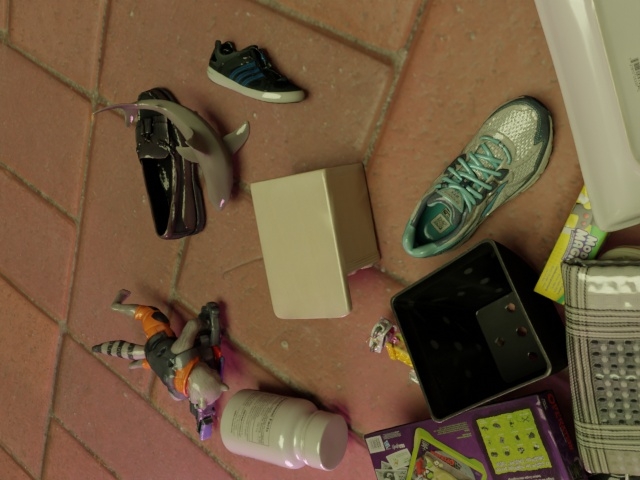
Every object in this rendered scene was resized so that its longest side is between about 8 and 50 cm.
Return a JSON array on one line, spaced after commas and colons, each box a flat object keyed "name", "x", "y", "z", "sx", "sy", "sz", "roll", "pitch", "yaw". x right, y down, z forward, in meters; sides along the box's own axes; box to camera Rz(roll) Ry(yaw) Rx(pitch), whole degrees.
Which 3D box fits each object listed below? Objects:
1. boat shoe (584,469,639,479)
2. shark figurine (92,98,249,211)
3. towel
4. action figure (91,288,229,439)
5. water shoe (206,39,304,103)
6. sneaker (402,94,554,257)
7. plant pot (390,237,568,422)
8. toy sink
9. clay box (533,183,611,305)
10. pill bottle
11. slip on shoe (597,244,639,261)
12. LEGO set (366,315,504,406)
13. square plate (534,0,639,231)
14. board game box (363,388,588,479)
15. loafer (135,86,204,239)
[{"name": "boat shoe", "x": 0.432, "y": 0.296, "z": 0.841, "sx": 0.306, "sy": 0.113, "sz": 0.104, "roll": -32, "pitch": 80, "yaw": 34}, {"name": "shark figurine", "x": -0.247, "y": -0.190, "z": 1.094, "sx": 0.278, "sy": 0.116, "sz": 0.166, "roll": 40, "pitch": 110, "yaw": -7}, {"name": "towel", "x": 0.449, "y": 0.162, "z": 0.680, "sx": 0.325, "sy": 0.056, "sz": 0.312, "roll": -2, "pitch": 112, "yaw": 28}, {"name": "action figure", "x": -0.324, "y": 0.286, "z": 1.311, "sx": 0.330, "sy": 0.179, "sz": 0.341, "roll": 16, "pitch": 112, "yaw": 40}, {"name": "water shoe", "x": -0.113, "y": -0.289, "z": 1.041, "sx": 0.203, "sy": 0.073, "sz": 0.080, "roll": 24, "pitch": 115, "yaw": 25}, {"name": "sneaker", "x": 0.216, "y": -0.072, "z": 0.858, "sx": 0.110, "sy": 0.122, "sz": 0.283, "roll": 42, "pitch": 123, "yaw": 16}, {"name": "plant pot", "x": 0.243, "y": 0.126, "z": 0.857, "sx": 0.188, "sy": 0.167, "sz": 0.187, "roll": -39, "pitch": 58, "yaw": 37}, {"name": "toy sink", "x": 0.000, "y": 0.000, "z": 1.023, "sx": 0.153, "sy": 0.131, "sz": 0.234, "roll": -7, "pitch": 96, "yaw": 35}, {"name": "clay box", "x": 0.351, "y": -0.037, "z": 0.776, "sx": 0.053, "sy": 0.127, "sz": 0.221, "roll": 29, "pitch": 120, "yaw": 23}, {"name": "pill bottle", "x": -0.069, "y": 0.368, "z": 1.187, "sx": 0.229, "sy": 0.131, "sz": 0.131, "roll": 1, "pitch": 106, "yaw": 34}, {"name": "slip on shoe", "x": 0.488, "y": 0.096, "z": 0.723, "sx": 0.332, "sy": 0.101, "sz": 0.123, "roll": 24, "pitch": 124, "yaw": 15}, {"name": "LEGO set", "x": 0.217, "y": 0.201, "z": 0.985, "sx": 0.287, "sy": 0.107, "sz": 0.132, "roll": 36, "pitch": 157, "yaw": 14}, {"name": "square plate", "x": 0.415, "y": -0.211, "z": 0.612, "sx": 0.344, "sy": 0.049, "sz": 0.347, "roll": -19, "pitch": 104, "yaw": 10}, {"name": "board game box", "x": 0.221, "y": 0.357, "z": 0.899, "sx": 0.347, "sy": 0.056, "sz": 0.208, "roll": -31, "pitch": 66, "yaw": 44}, {"name": "loafer", "x": -0.308, "y": -0.148, "z": 1.202, "sx": 0.109, "sy": 0.095, "sz": 0.302, "roll": -6, "pitch": 102, "yaw": 35}]
